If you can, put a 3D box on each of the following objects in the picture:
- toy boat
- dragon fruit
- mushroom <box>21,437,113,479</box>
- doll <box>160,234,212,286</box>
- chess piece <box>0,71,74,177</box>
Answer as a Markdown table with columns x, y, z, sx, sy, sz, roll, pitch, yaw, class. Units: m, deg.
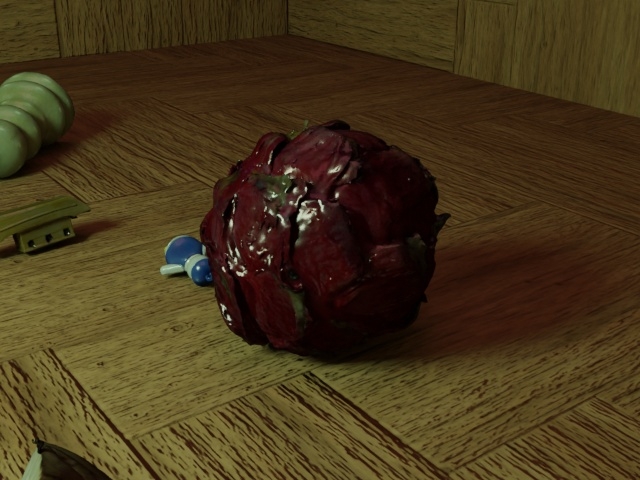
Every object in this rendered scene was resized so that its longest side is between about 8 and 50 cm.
| x | y | z | sx | sy | sz | roll | pitch | yaw | class |
| --- | --- | --- | --- | --- | --- | --- | --- | --- | --- |
| -0.488 | -0.021 | 1.385 | 0.201 | 0.077 | 0.057 | -21 | 19 | -36 | toy boat |
| -0.001 | -0.001 | 1.081 | 0.330 | 0.329 | 0.329 | 0 | 23 | 0 | dragon fruit |
| -0.194 | 0.280 | 0.654 | 0.151 | 0.156 | 0.285 | 25 | 19 | -17 | mushroom |
| -0.203 | 0.032 | 1.294 | 0.099 | 0.057 | 0.143 | -34 | 36 | -19 | doll |
| -0.683 | -0.242 | 1.815 | 0.183 | 0.182 | 0.330 | 1 | 29 | 1 | chess piece |
